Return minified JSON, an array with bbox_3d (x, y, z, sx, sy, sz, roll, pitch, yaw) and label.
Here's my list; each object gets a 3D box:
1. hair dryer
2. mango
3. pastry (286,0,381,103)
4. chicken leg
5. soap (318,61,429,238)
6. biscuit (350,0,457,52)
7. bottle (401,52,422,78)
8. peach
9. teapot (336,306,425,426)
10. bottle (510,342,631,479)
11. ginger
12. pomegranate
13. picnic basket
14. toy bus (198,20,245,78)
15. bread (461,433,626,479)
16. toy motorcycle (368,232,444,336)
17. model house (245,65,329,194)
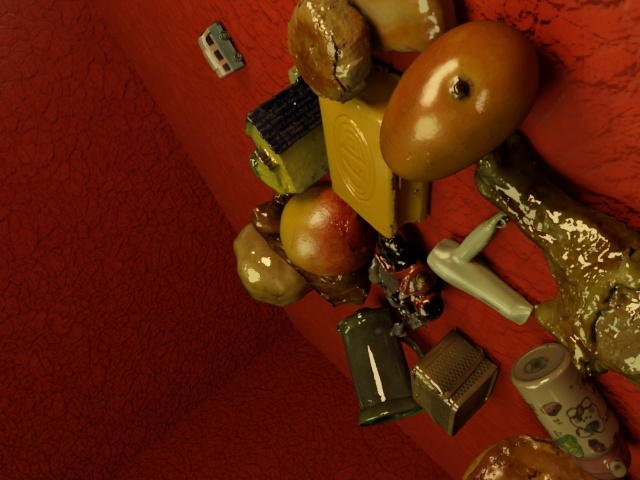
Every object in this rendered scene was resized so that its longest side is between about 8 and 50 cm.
[{"bbox_3d":[0.299,0.030,0.847,0.206,0.075,0.237,37,152,22],"label":"hair dryer"},{"bbox_3d":[0.151,-0.150,0.602,0.139,0.176,0.254,52,158,6],"label":"mango"},{"bbox_3d":[0.011,-0.272,0.701,0.153,0.081,0.153,46,164,17],"label":"pastry"},{"bbox_3d":[0.327,0.035,0.632,0.361,0.140,0.211,53,147,35],"label":"chicken leg"},{"bbox_3d":[0.098,-0.162,0.892,0.204,0.096,0.324,44,162,29],"label":"soap"},{"bbox_3d":[0.049,-0.364,0.649,0.291,0.062,0.236,31,155,54],"label":"biscuit"},{"bbox_3d":[0.144,-0.245,0.701,0.030,0.030,0.083,53,163,-1],"label":"bottle"},{"bbox_3d":[0.023,-0.028,1.149,0.231,0.231,0.231,47,163,19],"label":"peach"},{"bbox_3d":[0.197,0.364,1.496,0.200,0.271,0.336,123,139,-53],"label":"teapot"},{"bbox_3d":[0.459,0.315,0.885,0.253,0.120,0.120,53,164,-5],"label":"bottle"},{"bbox_3d":[0.000,0.000,1.376,0.418,0.254,0.176,44,130,-16],"label":"ginger"},{"bbox_3d":[-0.139,0.058,1.709,0.332,0.333,0.332,47,163,19],"label":"pomegranate"},{"bbox_3d":[0.336,0.365,1.250,0.139,0.165,0.266,41,161,33],"label":"picnic basket"},{"bbox_3d":[-0.253,-0.473,1.233,0.122,0.075,0.060,58,164,-19],"label":"toy bus"},{"bbox_3d":[0.470,0.591,1.027,0.398,0.398,0.215,49,170,11],"label":"bread"},{"bbox_3d":[0.212,0.138,1.174,0.207,0.134,0.400,50,164,30],"label":"toy motorcycle"},{"bbox_3d":[-0.068,-0.235,1.015,0.170,0.194,0.211,42,162,39],"label":"model house"}]
